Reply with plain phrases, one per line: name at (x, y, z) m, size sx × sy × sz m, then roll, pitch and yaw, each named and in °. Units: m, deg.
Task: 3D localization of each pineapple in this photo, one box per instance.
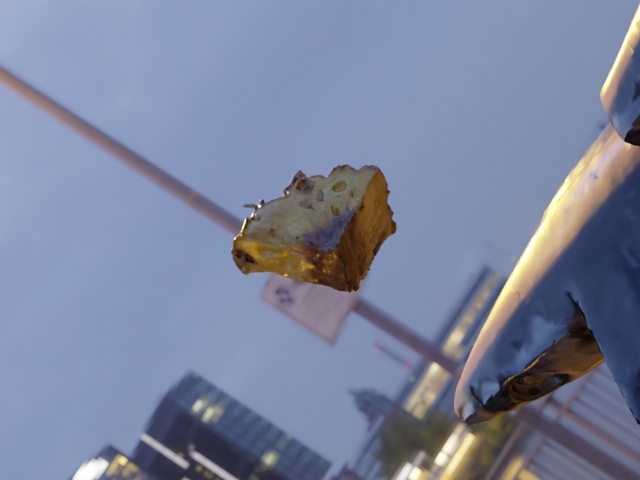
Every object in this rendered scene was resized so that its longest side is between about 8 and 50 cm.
pineapple at (0.000, 0.000, 1.132) m, size 0.137 × 0.116 × 0.069 m, roll -23°, pitch -54°, yaw -6°

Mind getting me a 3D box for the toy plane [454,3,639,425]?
toy plane at (0.117, -0.047, 0.283) m, size 0.316 × 0.204 × 0.103 m, roll -59°, pitch 37°, yaw 30°
